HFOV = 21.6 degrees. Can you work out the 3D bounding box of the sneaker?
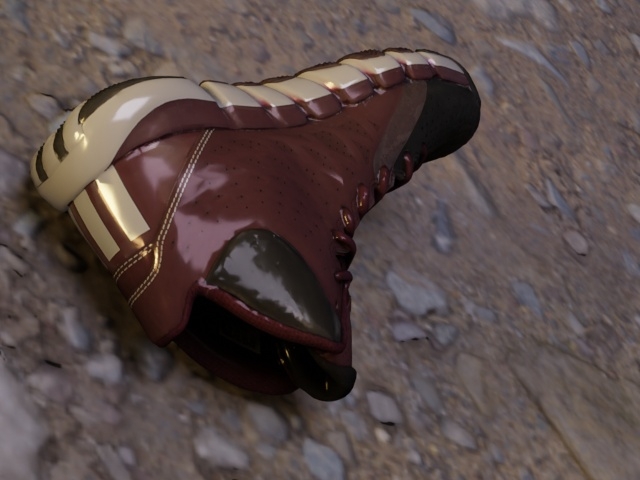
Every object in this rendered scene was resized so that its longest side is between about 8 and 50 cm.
[{"bbox_3d":[0.000,0.000,0.838,0.281,0.106,0.162,-13,67,-42],"label":"sneaker"}]
